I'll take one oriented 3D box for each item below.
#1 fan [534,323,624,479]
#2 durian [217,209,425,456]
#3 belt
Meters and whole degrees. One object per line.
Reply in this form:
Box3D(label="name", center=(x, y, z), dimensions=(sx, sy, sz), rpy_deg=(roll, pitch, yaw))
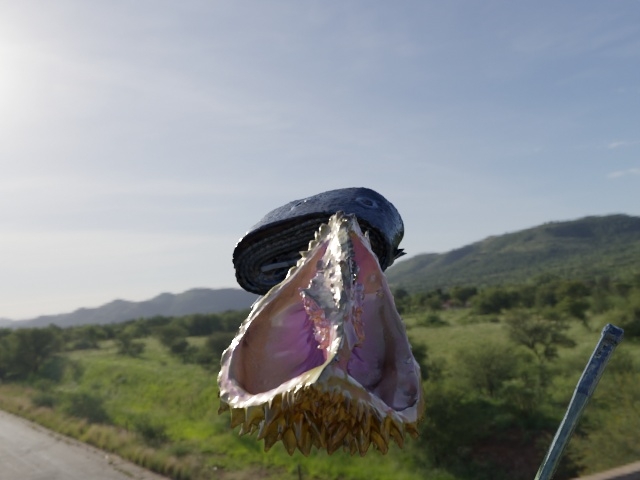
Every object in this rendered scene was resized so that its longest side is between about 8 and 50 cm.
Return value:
Box3D(label="fan", center=(0.191, 0.154, 0.506), dimensions=(0.016, 0.193, 0.038), rpy_deg=(26, -3, 18))
Box3D(label="durian", center=(0.010, 0.072, 0.456), dimensions=(0.165, 0.132, 0.182), rpy_deg=(-4, 33, -28))
Box3D(label="belt", center=(0.000, 0.000, 0.838), dimensions=(0.218, 0.122, 0.128), rpy_deg=(-14, 19, 25))
